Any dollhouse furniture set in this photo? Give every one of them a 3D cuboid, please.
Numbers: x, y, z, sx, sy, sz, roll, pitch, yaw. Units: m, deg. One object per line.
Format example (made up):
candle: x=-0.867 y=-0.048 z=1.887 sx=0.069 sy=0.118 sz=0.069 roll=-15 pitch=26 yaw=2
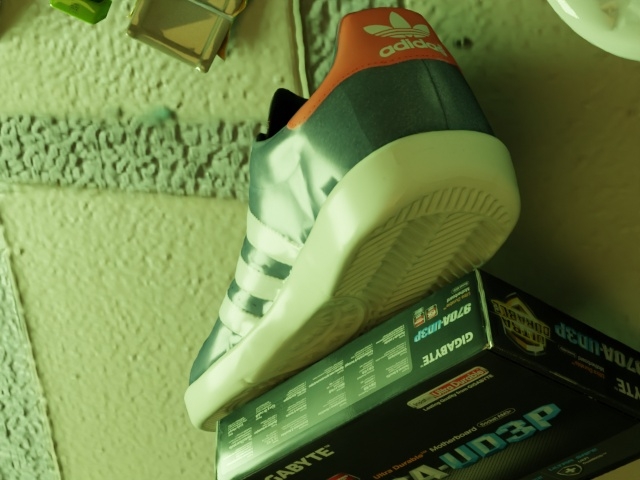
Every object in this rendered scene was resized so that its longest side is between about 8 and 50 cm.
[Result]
dollhouse furniture set: x=-0.116 y=-0.170 z=0.761 sx=0.152 sy=0.058 sz=0.076 roll=25 pitch=117 yaw=-8

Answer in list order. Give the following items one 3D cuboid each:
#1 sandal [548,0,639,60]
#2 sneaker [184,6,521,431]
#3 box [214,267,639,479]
sandal: x=0.260 y=-0.230 z=0.488 sx=0.416 sy=0.102 sz=0.169 roll=-34 pitch=76 yaw=19
sneaker: x=0.000 y=0.000 z=0.740 sx=0.350 sy=0.131 sz=0.148 roll=-52 pitch=46 yaw=50
box: x=0.073 y=0.112 z=0.726 sx=0.175 sy=0.051 sz=0.220 roll=27 pitch=134 yaw=-35
